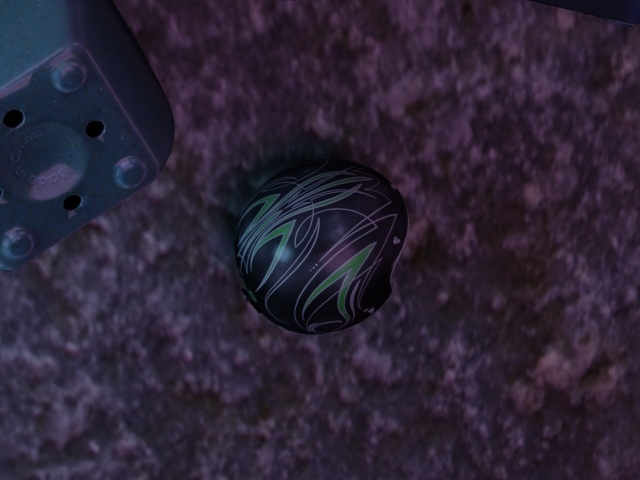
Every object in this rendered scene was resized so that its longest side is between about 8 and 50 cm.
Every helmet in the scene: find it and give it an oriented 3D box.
[{"bbox_3d":[0.000,0.000,1.537,0.169,0.169,0.161,-17,145,-19],"label":"helmet"}]

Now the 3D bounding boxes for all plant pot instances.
[{"bbox_3d":[-0.257,-0.119,1.246,0.248,0.252,0.247,-33,133,-5],"label":"plant pot"}]

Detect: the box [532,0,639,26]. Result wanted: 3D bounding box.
[{"bbox_3d":[0.189,-0.419,1.317,0.294,0.212,0.395,6,117,-32],"label":"box"}]
